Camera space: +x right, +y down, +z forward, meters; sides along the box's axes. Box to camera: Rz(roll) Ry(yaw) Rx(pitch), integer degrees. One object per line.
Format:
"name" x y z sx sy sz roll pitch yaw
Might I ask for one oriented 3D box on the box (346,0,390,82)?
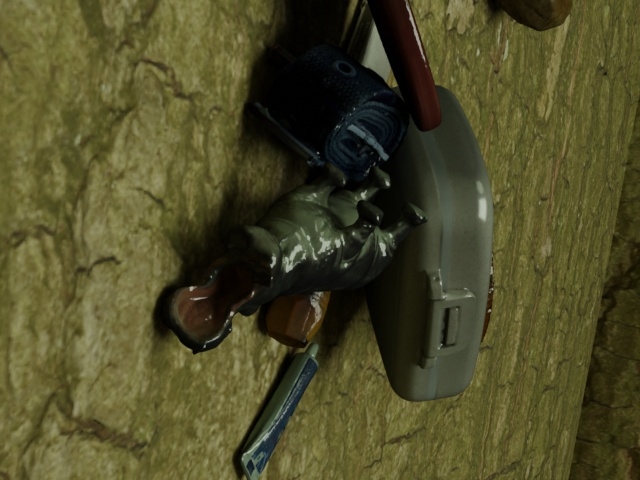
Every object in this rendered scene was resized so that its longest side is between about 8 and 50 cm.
"box" 0.056 -0.211 1.826 0.109 0.029 0.198 58 48 -65

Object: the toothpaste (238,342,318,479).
"toothpaste" -0.047 0.197 1.767 0.197 0.034 0.057 -60 148 -34

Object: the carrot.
"carrot" 0.000 0.000 1.741 0.070 0.070 0.260 64 41 -59

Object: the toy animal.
"toy animal" -0.022 0.006 1.544 0.343 0.106 0.168 -20 153 -55

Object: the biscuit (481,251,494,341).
"biscuit" 0.174 0.009 2.046 0.305 0.038 0.305 175 -90 -78

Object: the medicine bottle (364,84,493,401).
"medicine bottle" 0.129 0.007 1.851 0.282 0.123 0.375 -103 -169 -45

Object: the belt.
"belt" 0.010 -0.145 1.625 0.122 0.128 0.218 -48 162 5

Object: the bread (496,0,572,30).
"bread" 0.343 -0.442 2.344 0.230 0.123 0.230 17 90 -72

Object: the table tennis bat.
"table tennis bat" 0.054 -0.302 1.606 0.268 0.051 0.415 -107 177 -58
